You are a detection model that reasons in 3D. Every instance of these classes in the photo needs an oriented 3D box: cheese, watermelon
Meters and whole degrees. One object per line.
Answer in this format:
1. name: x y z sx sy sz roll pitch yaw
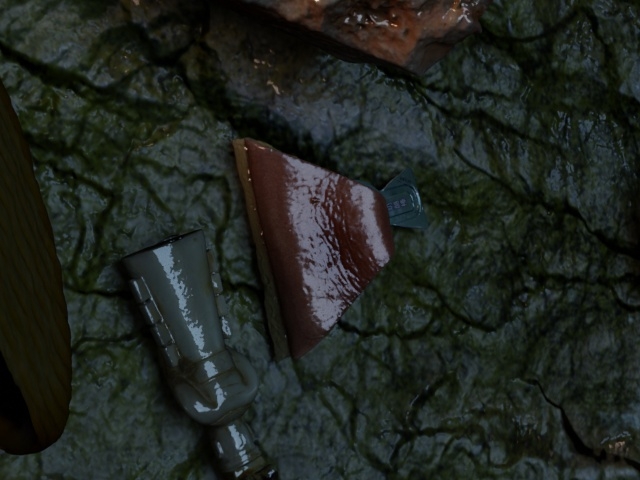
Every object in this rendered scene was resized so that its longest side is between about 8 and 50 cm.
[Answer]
1. cheese: 0.046 -0.025 1.265 0.120 0.026 0.067 -19 94 -38
2. watermelon: -0.040 -0.233 1.134 0.264 0.302 0.151 21 108 -34

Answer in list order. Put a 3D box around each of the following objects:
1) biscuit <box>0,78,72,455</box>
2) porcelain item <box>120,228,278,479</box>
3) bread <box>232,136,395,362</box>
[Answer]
1. biscuit: -0.224 -0.016 0.914 0.040 0.318 0.318 -13 92 0
2. porcelain item: -0.091 0.101 1.124 0.084 0.054 0.213 -24 97 -35
3. bread: 0.000 0.000 1.191 0.119 0.067 0.192 -9 92 -7
